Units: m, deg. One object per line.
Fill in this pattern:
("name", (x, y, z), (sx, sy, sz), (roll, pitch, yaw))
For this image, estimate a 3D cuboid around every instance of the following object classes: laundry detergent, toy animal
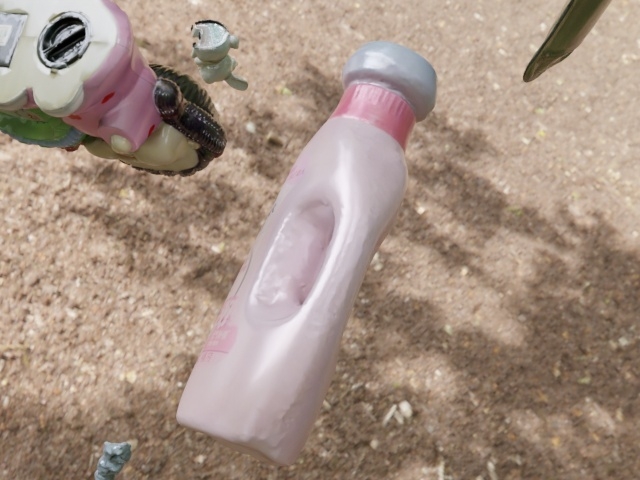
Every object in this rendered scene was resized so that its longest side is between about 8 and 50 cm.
("laundry detergent", (0.000, 0.000, 0.639), (0.088, 0.159, 0.335), (30, 73, -20))
("toy animal", (-0.171, -0.300, 1.364), (0.085, 0.124, 0.071), (-17, 61, -11))

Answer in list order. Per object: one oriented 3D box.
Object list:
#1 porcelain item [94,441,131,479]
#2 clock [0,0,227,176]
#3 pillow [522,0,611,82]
("porcelain item", (-0.262, 0.279, 1.049), (0.036, 0.083, 0.028), (17, 41, -16))
("clock", (-0.186, -0.117, 0.664), (0.194, 0.195, 0.100), (11, 78, 24))
("pillow", (0.261, -0.243, 0.772), (0.033, 0.217, 0.130), (42, 47, 16))
